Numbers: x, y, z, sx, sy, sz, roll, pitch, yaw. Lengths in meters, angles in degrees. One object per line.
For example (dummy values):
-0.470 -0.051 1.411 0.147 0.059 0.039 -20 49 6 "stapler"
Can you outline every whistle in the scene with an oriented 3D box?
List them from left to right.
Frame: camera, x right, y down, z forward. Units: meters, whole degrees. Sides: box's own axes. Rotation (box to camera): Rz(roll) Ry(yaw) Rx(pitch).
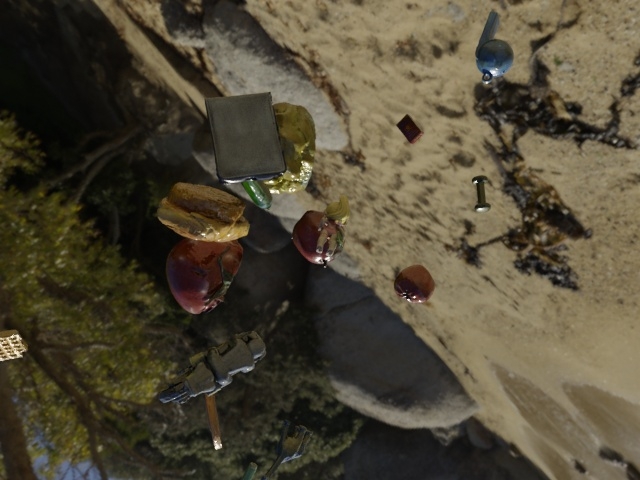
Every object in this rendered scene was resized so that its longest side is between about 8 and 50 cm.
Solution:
0.394 -0.424 1.349 0.090 0.158 0.090 22 179 1 "whistle"

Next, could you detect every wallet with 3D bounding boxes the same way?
-0.179 -0.243 1.435 0.036 0.167 0.222 123 135 -72 "wallet"

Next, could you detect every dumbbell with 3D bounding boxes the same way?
0.507 -0.147 1.908 0.046 0.052 0.118 43 -137 -60 "dumbbell"

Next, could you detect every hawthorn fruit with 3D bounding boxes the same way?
0.000 0.000 2.073 0.185 0.185 0.202 57 -163 -63 "hawthorn fruit"
0.285 0.132 1.813 0.128 0.128 0.128 50 177 4 "hawthorn fruit"

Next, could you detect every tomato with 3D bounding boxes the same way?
-0.416 0.080 1.996 0.170 0.309 0.309 37 -173 -45 "tomato"

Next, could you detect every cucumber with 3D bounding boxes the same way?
-0.164 -0.134 1.558 0.056 0.056 0.250 49 176 28 "cucumber"

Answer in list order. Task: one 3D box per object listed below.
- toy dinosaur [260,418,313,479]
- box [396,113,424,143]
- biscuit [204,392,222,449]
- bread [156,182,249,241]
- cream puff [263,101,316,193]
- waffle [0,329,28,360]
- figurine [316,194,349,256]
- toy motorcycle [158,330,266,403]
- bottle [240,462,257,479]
-0.094 0.624 1.749 0.075 0.188 0.248 20 162 20 "toy dinosaur"
0.279 -0.348 1.890 0.023 0.051 0.082 4 -132 -57 "box"
-0.328 0.519 1.829 0.142 0.028 0.221 134 126 -78 "biscuit"
-0.291 -0.068 1.526 0.198 0.120 0.236 22 -170 24 "bread"
-0.174 -0.350 2.336 0.378 0.275 0.379 180 90 -77 "cream puff"
-0.684 0.228 1.305 0.135 0.092 0.021 111 146 -60 "waffle"
0.035 -0.036 1.486 0.083 0.083 0.187 52 -143 -25 "figurine"
-0.135 0.173 0.854 0.193 0.124 0.061 -23 -94 -59 "toy motorcycle"
-0.235 0.765 1.968 0.030 0.083 0.030 27 -179 -1 "bottle"
